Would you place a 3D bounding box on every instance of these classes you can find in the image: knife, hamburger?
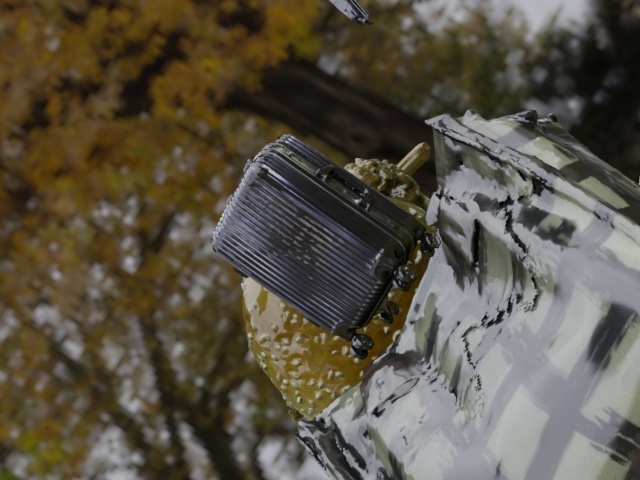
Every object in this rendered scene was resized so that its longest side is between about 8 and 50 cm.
[{"bbox_3d":[0.013,-0.222,1.704,0.031,0.121,0.018,14,-60,-45],"label":"knife"},{"bbox_3d":[0.030,0.044,1.549,0.122,0.189,0.215,-90,-12,-81],"label":"hamburger"}]

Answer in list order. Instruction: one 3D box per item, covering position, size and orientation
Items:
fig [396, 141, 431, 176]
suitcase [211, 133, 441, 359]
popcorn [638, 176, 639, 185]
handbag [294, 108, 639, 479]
[{"bbox_3d":[0.074,0.021,2.064,0.175,0.207,0.175,-10,-33,-7],"label":"fig"},{"bbox_3d":[0.000,0.000,1.160,0.059,0.126,0.086,-48,-10,-53],"label":"suitcase"},{"bbox_3d":[0.354,0.012,1.615,0.255,0.195,0.256,-50,-45,-12],"label":"popcorn"},{"bbox_3d":[0.156,0.103,1.319,0.162,0.327,0.325,10,-68,-39],"label":"handbag"}]
